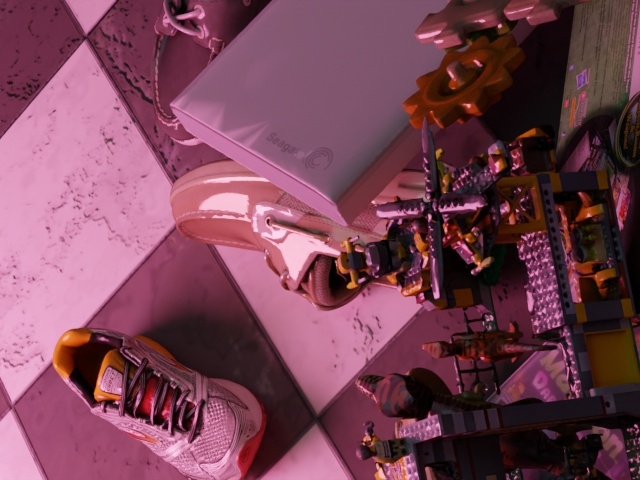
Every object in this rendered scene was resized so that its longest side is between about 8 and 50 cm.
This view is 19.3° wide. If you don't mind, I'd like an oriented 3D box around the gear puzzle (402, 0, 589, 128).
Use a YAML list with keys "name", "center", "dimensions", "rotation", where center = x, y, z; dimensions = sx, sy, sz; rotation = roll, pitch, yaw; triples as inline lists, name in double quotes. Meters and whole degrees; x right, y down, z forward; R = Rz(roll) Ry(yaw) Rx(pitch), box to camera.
- name: "gear puzzle"
  center: [0.163, -0.178, 1.266]
  dimensions: [0.175, 0.044, 0.339]
  rotation: [-9, 34, 44]

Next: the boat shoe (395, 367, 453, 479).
- name: "boat shoe"
  center: [0.080, 0.167, 1.346]
  dimensions: [0.048, 0.056, 0.153]
  rotation: [-32, 66, 38]

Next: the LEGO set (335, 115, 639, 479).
- name: "LEGO set"
  center: [0.077, 0.095, 1.189]
  dimensions: [0.255, 0.192, 0.331]
  rotation: [-12, 83, 62]

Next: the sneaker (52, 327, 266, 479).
- name: "sneaker"
  center: [-0.134, 0.133, 1.508]
  dimensions: [0.225, 0.093, 0.088]
  rotation: [22, 88, 42]

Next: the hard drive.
- name: "hard drive"
  center: [0.054, -0.166, 1.428]
  dimensions: [0.307, 0.040, 0.203]
  rotation: [-46, 46, -13]

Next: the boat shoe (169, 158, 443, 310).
- name: "boat shoe"
  center: [0.000, 0.000, 1.441]
  dimensions: [0.302, 0.109, 0.098]
  rotation: [4, 75, 35]

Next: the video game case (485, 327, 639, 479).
- name: "video game case"
  center: [0.203, 0.136, 1.274]
  dimensions: [0.173, 0.022, 0.190]
  rotation: [-46, 50, 16]

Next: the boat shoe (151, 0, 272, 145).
- name: "boat shoe"
  center: [-0.081, -0.250, 1.607]
  dimensions: [0.112, 0.095, 0.335]
  rotation: [23, 89, 42]

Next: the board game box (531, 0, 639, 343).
- name: "board game box"
  center: [0.201, -0.065, 1.255]
  dimensions: [0.136, 0.030, 0.259]
  rotation: [156, 126, -65]
